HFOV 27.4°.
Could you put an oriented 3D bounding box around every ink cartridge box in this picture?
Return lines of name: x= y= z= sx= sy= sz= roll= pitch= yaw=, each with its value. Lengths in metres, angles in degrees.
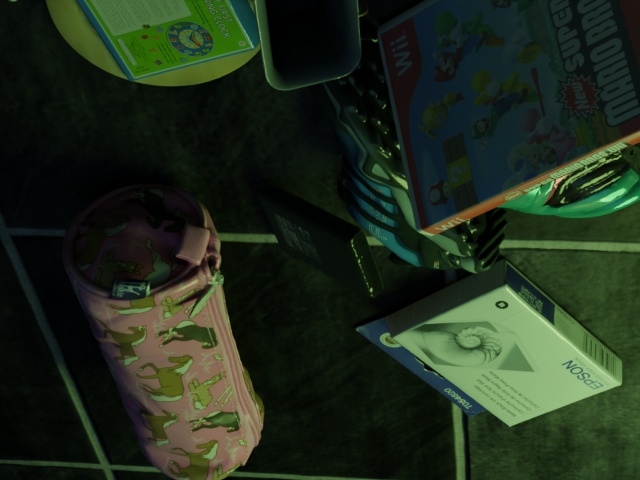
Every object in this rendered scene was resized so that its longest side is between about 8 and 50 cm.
ink cartridge box: x=0.189 y=0.133 z=1.503 sx=0.224 sy=0.045 sz=0.223 roll=-28 pitch=127 yaw=37

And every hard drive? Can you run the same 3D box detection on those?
hard drive: x=0.000 y=0.000 z=1.347 sx=0.135 sy=0.022 sz=0.094 roll=28 pitch=153 yaw=37

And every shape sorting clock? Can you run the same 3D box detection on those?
shape sorting clock: x=-0.140 y=-0.218 z=1.163 sx=0.206 sy=0.040 sz=0.206 roll=2 pitch=139 yaw=2

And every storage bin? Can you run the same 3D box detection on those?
storage bin: x=-0.015 y=-0.212 z=1.099 sx=0.098 sy=0.091 sz=0.135 roll=-15 pitch=135 yaw=-8

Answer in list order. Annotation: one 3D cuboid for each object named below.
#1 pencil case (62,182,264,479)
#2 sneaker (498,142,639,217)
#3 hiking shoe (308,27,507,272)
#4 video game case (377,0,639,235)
pencil case: x=-0.165 y=0.115 z=1.472 sx=0.160 sy=0.167 sz=0.386 roll=-23 pitch=140 yaw=-12
sneaker: x=0.255 y=-0.124 z=1.137 sx=0.178 sy=0.123 sz=0.295 roll=23 pitch=123 yaw=-40
hiking shoe: x=0.053 y=-0.070 z=1.247 sx=0.132 sy=0.113 sz=0.304 roll=-10 pitch=130 yaw=38
video game case: x=0.177 y=-0.147 z=1.066 sx=0.285 sy=0.204 sz=0.025 roll=-26 pitch=153 yaw=35
